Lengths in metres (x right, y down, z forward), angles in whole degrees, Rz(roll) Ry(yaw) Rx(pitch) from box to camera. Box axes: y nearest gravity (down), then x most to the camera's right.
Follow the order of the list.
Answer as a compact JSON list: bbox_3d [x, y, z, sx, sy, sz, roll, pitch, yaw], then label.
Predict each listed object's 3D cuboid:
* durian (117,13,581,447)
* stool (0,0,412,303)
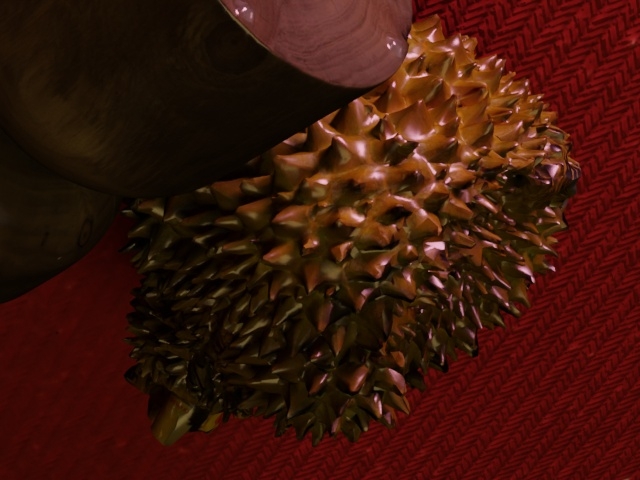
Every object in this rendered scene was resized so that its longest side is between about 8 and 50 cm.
[{"bbox_3d":[0.006,-0.006,1.017,0.258,0.258,0.293,4,135,-27],"label":"durian"},{"bbox_3d":[-0.109,-0.096,0.852,0.264,0.179,0.179,-28,141,34],"label":"stool"}]
